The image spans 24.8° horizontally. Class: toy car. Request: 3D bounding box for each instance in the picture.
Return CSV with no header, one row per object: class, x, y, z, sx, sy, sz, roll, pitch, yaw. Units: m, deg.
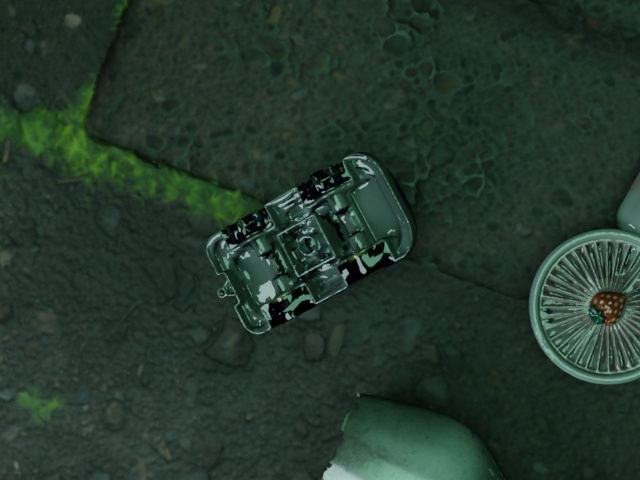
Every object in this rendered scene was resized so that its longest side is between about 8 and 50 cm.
toy car,0.000,0.000,1.247,0.191,0.100,0.097,-29,87,26

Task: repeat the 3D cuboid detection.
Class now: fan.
fan,0.267,0.004,1.219,0.130,0.074,0.244,28,93,7

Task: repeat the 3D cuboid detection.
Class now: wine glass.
wine glass,0.121,0.218,1.211,0.241,0.126,0.126,24,93,4
